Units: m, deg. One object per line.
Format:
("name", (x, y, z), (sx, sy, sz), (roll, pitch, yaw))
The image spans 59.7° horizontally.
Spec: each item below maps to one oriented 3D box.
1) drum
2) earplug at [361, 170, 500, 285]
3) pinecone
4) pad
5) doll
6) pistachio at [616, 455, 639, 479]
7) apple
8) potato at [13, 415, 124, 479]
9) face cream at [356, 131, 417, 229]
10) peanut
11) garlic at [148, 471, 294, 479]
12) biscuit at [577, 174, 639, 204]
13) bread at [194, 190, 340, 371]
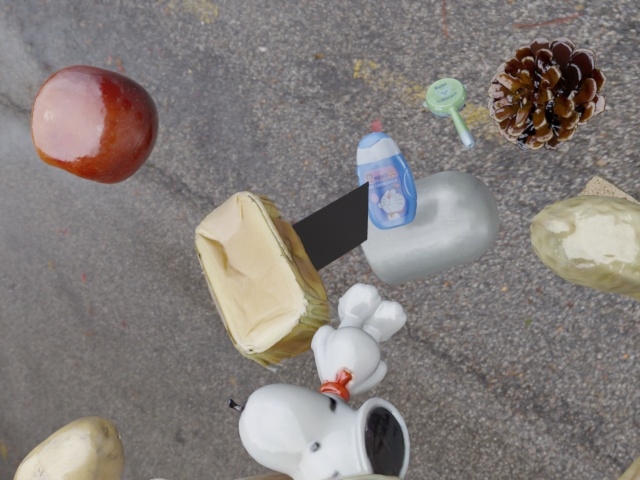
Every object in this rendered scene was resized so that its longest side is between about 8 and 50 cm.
("drum", (0.400, -0.373, 1.596), (0.130, 0.049, 0.253), (-35, 55, 1))
("earplug", (0.354, -0.056, 1.763), (0.394, 0.313, 0.312), (-21, 87, 30))
("pinecone", (0.489, -0.315, 1.227), (0.264, 0.264, 0.263), (13, 110, 40))
("pad", (0.000, 0.000, 1.298), (0.005, 0.300, 0.202), (41, 151, 34))
("doll", (0.043, 0.182, 0.613), (0.208, 0.271, 0.144), (43, 135, 10))
("pistachio", (0.267, 0.207, 0.390), (0.226, 0.136, 0.135), (-41, 69, 3))
("apple", (-0.418, -0.217, 1.041), (0.218, 0.218, 0.201), (22, 95, 37))
("potato", (-0.388, 0.372, 0.882), (0.235, 0.161, 0.128), (-43, 58, 10))
("face cream", (0.178, -0.168, 1.533), (0.149, 0.083, 0.263), (-16, 101, 8))
("peanut", (0.358, 0.017, 0.629), (0.257, 0.123, 0.123), (15, 117, 0))
("garlic", (-0.096, 0.369, 0.711), (0.148, 0.267, 0.128), (12, 89, 67))
("biscuit", (0.764, -0.058, 1.425), (0.231, 0.025, 0.131), (42, 126, 19))
("bread", (-0.081, 0.052, 0.800), (0.136, 0.107, 0.241), (-39, 59, 14))
